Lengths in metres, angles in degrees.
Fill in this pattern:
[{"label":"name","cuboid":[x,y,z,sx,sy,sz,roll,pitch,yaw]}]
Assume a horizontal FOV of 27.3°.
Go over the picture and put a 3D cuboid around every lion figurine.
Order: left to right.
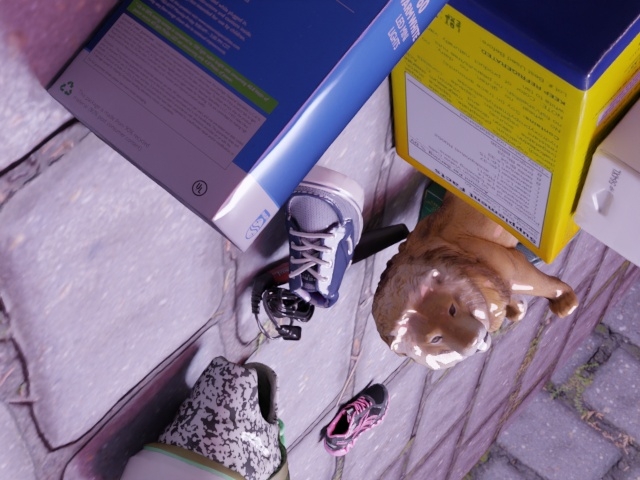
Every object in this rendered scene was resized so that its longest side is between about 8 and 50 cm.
[{"label":"lion figurine","cuboid":[0.184,-0.045,1.394,0.240,0.142,0.392,22,75,-37]}]

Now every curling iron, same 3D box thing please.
[{"label":"curling iron","cuboid":[0.013,0.028,1.295,0.274,0.035,0.068,-32,116,-54]}]

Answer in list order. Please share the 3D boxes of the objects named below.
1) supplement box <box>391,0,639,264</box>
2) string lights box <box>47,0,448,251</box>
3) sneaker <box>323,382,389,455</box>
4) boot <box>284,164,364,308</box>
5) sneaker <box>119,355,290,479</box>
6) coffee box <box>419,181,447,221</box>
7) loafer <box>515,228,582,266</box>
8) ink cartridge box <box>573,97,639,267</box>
[{"label":"supplement box","cuboid":[0.190,-0.167,1.121,0.195,0.194,0.356,-47,161,-15]},{"label":"string lights box","cuboid":[-0.019,-0.139,0.769,0.260,0.133,0.077,-50,161,-4]},{"label":"sneaker","cuboid":[0.048,0.233,1.761,0.119,0.047,0.057,-47,149,-20]},{"label":"boot","cuboid":[0.000,0.000,1.133,0.190,0.069,0.086,58,44,-71]},{"label":"sneaker","cuboid":[-0.071,0.220,1.324,0.410,0.158,0.182,76,36,-73]},{"label":"coffee box","cuboid":[0.160,-0.031,1.537,0.113,0.040,0.184,-42,159,-24]},{"label":"loafer","cuboid":[0.347,-0.071,1.836,0.267,0.096,0.084,-55,167,1]},{"label":"ink cartridge box","cuboid":[0.314,-0.090,1.109,0.203,0.086,0.148,-48,162,-16]}]
